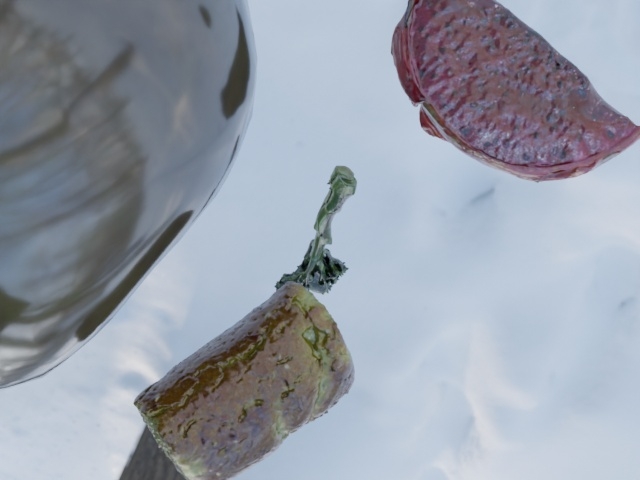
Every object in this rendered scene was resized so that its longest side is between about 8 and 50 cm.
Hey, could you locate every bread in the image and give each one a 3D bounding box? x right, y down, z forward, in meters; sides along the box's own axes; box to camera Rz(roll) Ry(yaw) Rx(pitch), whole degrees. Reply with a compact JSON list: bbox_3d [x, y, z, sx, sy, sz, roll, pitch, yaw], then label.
[{"bbox_3d":[-0.060,0.126,0.807,0.103,0.172,0.132,46,162,30],"label":"bread"}]

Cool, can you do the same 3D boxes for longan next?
[{"bbox_3d":[-0.219,-0.106,0.644,0.336,0.404,0.404,0,141,30],"label":"longan"}]

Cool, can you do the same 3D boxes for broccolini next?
[{"bbox_3d":[0.006,0.005,1.009,0.057,0.071,0.254,38,156,6],"label":"broccolini"}]

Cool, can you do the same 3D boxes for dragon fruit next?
[{"bbox_3d":[0.175,-0.137,0.973,0.262,0.134,0.211,44,-174,11],"label":"dragon fruit"}]
